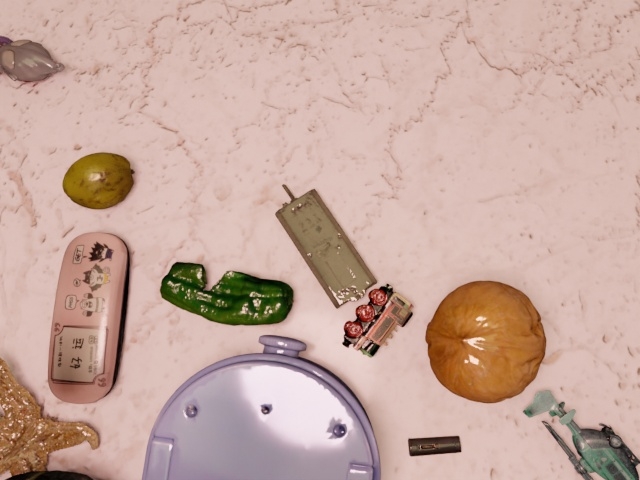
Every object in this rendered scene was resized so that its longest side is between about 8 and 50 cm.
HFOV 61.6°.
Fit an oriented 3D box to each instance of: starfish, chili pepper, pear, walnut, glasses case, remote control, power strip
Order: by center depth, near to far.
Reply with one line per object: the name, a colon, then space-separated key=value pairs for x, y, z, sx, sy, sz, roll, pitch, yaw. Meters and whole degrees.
walnut: x=0.263 y=0.161 z=0.868 sx=0.195 sy=0.222 sz=0.195 roll=-4 pitch=82 yaw=30
remote control: x=0.199 y=0.358 z=0.934 sx=0.091 sy=0.016 sz=0.034 roll=-5 pitch=74 yaw=2
starfish: x=-0.566 y=0.358 z=0.961 sx=0.299 sy=0.060 sz=0.302 roll=-31 pitch=89 yaw=-3
chili pepper: x=-0.172 y=0.103 z=0.981 sx=0.254 sy=0.083 sz=0.099 roll=10 pitch=78 yaw=11
glasses case: x=-0.425 y=0.138 z=0.991 sx=0.122 sy=0.075 sz=0.314 roll=1 pitch=79 yaw=7
power strip: x=0.000 y=0.000 z=1.011 sx=0.092 sy=0.034 sz=0.268 roll=-33 pitch=78 yaw=-3
pear: x=-0.421 y=-0.113 z=1.028 sx=0.131 sy=0.107 sz=0.107 roll=-15 pitch=78 yaw=-11

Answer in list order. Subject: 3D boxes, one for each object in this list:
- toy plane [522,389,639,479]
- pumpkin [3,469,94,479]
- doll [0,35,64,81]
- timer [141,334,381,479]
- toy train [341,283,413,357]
toy plane: x=0.451 y=0.344 z=0.903 sx=0.096 sy=0.060 sz=0.235 roll=-41 pitch=83 yaw=9
pumpkin: x=-0.434 y=0.520 z=0.822 sx=0.324 sy=0.241 sz=0.323 roll=0 pitch=92 yaw=-3
doll: x=-0.621 y=-0.373 z=1.112 sx=0.228 sy=0.075 sz=0.102 roll=17 pitch=70 yaw=19
timer: x=-0.085 y=0.345 z=0.876 sx=0.395 sy=0.173 sz=0.394 roll=-1 pitch=79 yaw=5
toy train: x=0.101 y=0.147 z=0.967 sx=0.087 sy=0.050 sz=0.138 roll=38 pitch=85 yaw=4
